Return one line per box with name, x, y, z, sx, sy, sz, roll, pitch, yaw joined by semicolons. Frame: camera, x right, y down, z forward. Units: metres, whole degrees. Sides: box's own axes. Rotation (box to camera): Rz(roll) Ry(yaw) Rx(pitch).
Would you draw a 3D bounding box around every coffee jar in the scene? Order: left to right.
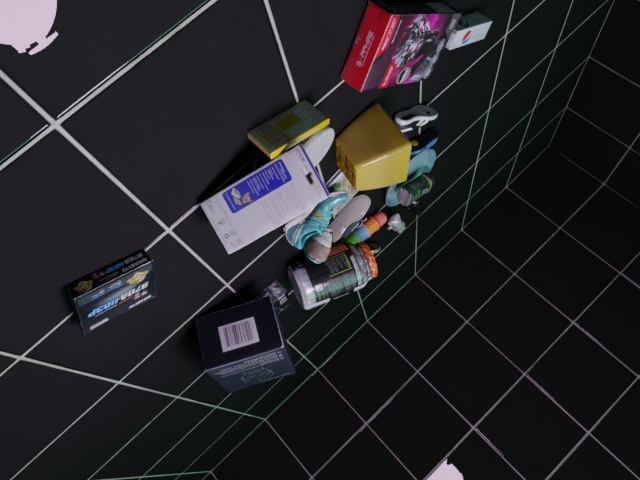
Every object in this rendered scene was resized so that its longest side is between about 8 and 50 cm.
coffee jar;0.435;-0.235;2.346;0.184;0.079;0.096;-33;155;-29

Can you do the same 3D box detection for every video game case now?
video game case;0.089;-0.206;1.971;0.206;0.026;0.227;-47;158;3

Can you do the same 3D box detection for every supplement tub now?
supplement tub;0.051;0.135;2.138;0.337;0.207;0.207;-20;151;-12

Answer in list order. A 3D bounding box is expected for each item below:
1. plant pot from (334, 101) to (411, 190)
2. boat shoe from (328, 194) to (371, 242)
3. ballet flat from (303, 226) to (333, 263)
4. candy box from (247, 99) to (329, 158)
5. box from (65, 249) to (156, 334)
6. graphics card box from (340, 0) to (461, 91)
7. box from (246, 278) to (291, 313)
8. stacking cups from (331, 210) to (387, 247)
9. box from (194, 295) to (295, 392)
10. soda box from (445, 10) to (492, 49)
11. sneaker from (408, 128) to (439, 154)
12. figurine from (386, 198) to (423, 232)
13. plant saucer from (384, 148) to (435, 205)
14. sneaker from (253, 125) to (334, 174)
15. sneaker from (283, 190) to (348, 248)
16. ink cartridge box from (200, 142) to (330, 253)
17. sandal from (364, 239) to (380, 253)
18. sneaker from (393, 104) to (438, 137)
plant pot;0.162;-0.293;1.747;0.187;0.212;0.212;-27;154;-10
boat shoe;0.124;-0.086;2.144;0.255;0.095;0.079;-52;155;19
ballet flat;0.000;0.000;1.985;0.106;0.107;0.316;-58;-176;11
candy box;-0.085;-0.304;1.398;0.205;0.105;0.027;-35;156;-23
box;-0.555;0.137;1.392;0.220;0.051;0.175;-30;153;-34
graphics card box;0.242;-0.579;1.524;0.370;0.094;0.233;-25;149;-43
box;-0.220;0.268;2.163;0.180;0.077;0.147;-41;156;-12
stacking cups;0.175;-0.033;2.346;0.316;0.096;0.096;-40;157;-24
box;-0.279;0.415;2.007;0.293;0.212;0.395;-16;152;-5
soda box;0.484;-0.710;1.746;0.216;0.074;0.069;-30;153;-34
sneaker;0.414;-0.393;2.169;0.209;0.069;0.082;-33;158;-29
figurine;0.407;-0.134;2.523;0.215;0.092;0.209;-46;167;3
plant saucer;0.397;-0.292;2.343;0.317;0.043;0.318;-37;155;-20
sneaker;-0.103;-0.222;1.477;0.321;0.127;0.126;-49;160;4
sneaker;-0.004;-0.076;1.880;0.275;0.110;0.107;-39;159;6
ink cartridge box;-0.146;-0.111;1.400;0.332;0.165;0.065;-28;-177;14
sandal;0.157;0.089;2.371;0.302;0.086;0.120;-30;-165;31
sneaker;0.343;-0.440;1.968;0.216;0.079;0.121;-19;149;-33
